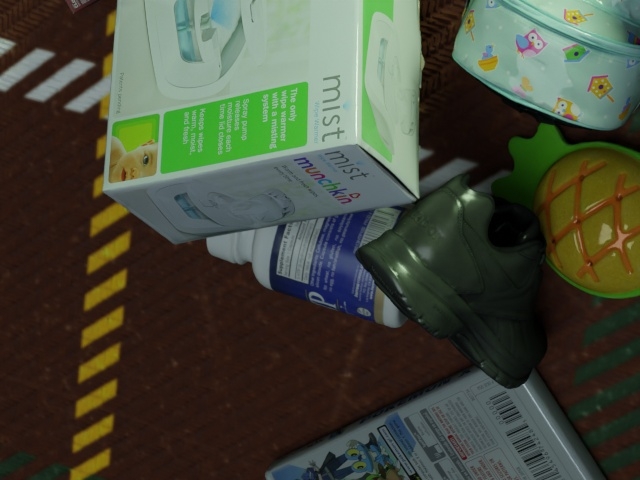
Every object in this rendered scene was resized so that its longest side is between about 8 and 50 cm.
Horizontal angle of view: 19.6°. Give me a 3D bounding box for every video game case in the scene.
[{"bbox_3d":[0.151,0.294,1.760,0.300,0.036,0.329,-29,100,29],"label":"video game case"}]

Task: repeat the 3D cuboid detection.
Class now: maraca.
[{"bbox_3d":[0.224,-0.026,1.558,0.185,0.099,0.127,32,106,32],"label":"maraca"}]

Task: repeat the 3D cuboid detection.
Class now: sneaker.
[{"bbox_3d":[0.143,0.035,1.540,0.130,0.286,0.109,-47,61,4],"label":"sneaker"}]

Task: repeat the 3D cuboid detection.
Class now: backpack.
[{"bbox_3d":[0.194,-0.167,1.452,0.166,0.188,0.144,28,120,9],"label":"backpack"}]

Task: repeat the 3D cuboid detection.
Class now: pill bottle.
[{"bbox_3d":[0.000,0.000,1.647,0.186,0.112,0.112,17,117,15],"label":"pill bottle"}]

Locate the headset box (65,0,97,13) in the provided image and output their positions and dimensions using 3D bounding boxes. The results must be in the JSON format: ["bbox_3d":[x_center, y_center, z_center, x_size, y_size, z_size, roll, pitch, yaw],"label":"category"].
[{"bbox_3d":[-0.190,-0.236,1.648,0.083,0.062,0.032,-25,100,28],"label":"headset box"}]

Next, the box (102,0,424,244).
[{"bbox_3d":[-0.042,-0.151,1.515,0.231,0.127,0.262,-9,65,26],"label":"box"}]
